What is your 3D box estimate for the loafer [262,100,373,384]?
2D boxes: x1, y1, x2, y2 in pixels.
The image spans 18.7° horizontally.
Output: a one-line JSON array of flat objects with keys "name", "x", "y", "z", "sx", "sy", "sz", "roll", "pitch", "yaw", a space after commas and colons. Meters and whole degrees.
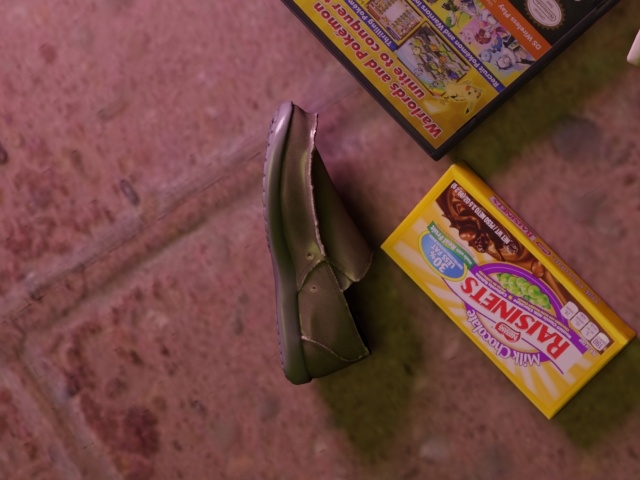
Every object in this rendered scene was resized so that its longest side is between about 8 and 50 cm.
[{"name": "loafer", "x": 0.000, "y": 0.000, "z": 1.652, "sx": 0.087, "sy": 0.094, "sz": 0.251, "roll": -5, "pitch": 112, "yaw": 2}]

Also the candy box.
[{"name": "candy box", "x": 0.154, "y": 0.042, "z": 1.611, "sx": 0.206, "sy": 0.027, "sz": 0.105, "roll": 45, "pitch": 121, "yaw": 9}]

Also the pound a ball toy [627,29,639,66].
[{"name": "pound a ball toy", "x": 0.320, "y": -0.264, "z": 1.386, "sx": 0.208, "sy": 0.135, "sz": 0.319, "roll": 30, "pitch": 113, "yaw": 16}]

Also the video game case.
[{"name": "video game case", "x": 0.085, "y": -0.238, "z": 1.539, "sx": 0.275, "sy": 0.035, "sz": 0.248, "roll": 46, "pitch": 120, "yaw": -4}]
